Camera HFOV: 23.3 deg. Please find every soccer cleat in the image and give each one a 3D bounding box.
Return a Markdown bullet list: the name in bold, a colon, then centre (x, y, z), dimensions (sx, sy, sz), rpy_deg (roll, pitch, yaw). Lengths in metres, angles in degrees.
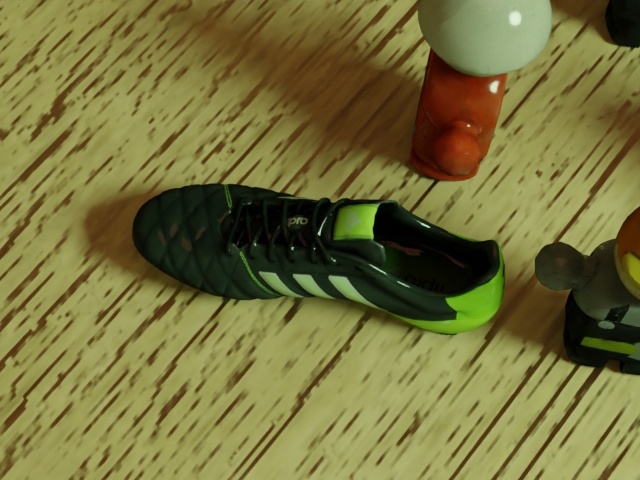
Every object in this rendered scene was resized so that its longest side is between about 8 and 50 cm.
- **soccer cleat**: centre (0.000, 0.000, 0.723), dimensions (0.179, 0.072, 0.060), rpy_deg (12, 65, 2)

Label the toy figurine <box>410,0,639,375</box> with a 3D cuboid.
- **toy figurine**: centre (0.162, -0.064, 0.723), dimensions (0.213, 0.148, 0.209), rpy_deg (-28, 70, -16)
